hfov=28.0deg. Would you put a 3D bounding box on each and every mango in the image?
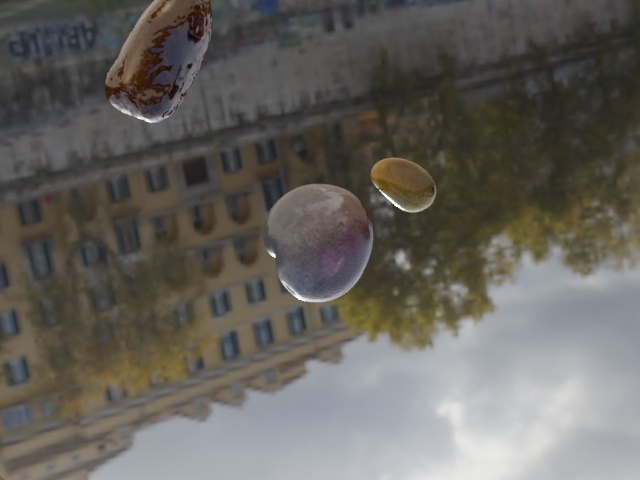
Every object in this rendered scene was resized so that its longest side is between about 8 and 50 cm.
[{"bbox_3d":[0.128,-0.088,1.992,0.114,0.079,0.057,20,154,-22],"label":"mango"}]

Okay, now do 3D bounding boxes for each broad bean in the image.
[{"bbox_3d":[-0.173,-0.210,1.418,0.084,0.165,0.114,26,177,4],"label":"broad bean"}]

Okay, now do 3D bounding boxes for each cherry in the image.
[{"bbox_3d":[0.000,-0.004,1.842,0.176,0.176,0.140,0,177,41],"label":"cherry"}]

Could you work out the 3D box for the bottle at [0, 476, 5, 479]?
[{"bbox_3d":[-0.497,0.363,1.890,0.053,0.140,0.053,-51,-171,11],"label":"bottle"}]
